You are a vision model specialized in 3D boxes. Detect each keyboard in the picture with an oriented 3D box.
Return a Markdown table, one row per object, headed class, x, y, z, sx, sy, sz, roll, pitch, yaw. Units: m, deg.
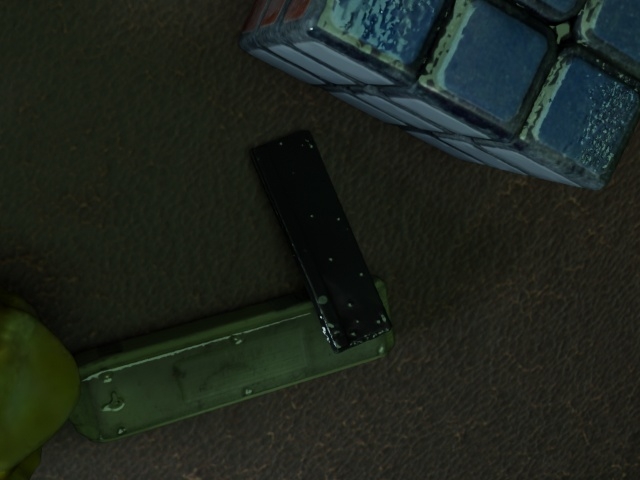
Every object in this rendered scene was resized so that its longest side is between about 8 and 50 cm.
| class | x | y | z | sx | sy | sz | roll | pitch | yaw |
| --- | --- | --- | --- | --- | --- | --- | --- | --- | --- |
| keyboard | 0.000 | 0.000 | 0.979 | 0.072 | 0.023 | 0.231 | -22 | 86 | -16 |

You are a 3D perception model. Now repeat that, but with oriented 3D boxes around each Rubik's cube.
| class | x | y | z | sx | sy | sz | roll | pitch | yaw |
| --- | --- | --- | --- | --- | --- | --- | --- | --- | --- |
| Rubik's cube | 0.137 | -0.248 | 0.862 | 0.301 | 0.304 | 0.305 | 26 | 94 | -19 |

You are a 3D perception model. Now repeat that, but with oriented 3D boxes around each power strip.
| class | x | y | z | sx | sy | sz | roll | pitch | yaw |
| --- | --- | --- | --- | --- | --- | --- | --- | --- | --- |
| power strip | -0.106 | 0.125 | 0.988 | 0.387 | 0.066 | 0.092 | -15 | 105 | -16 |

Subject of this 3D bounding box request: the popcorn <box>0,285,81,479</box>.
| class | x | y | z | sx | sy | sz | roll | pitch | yaw |
| --- | --- | --- | --- | --- | --- | --- | --- | --- | --- |
| popcorn | -0.399 | 0.121 | 0.819 | 0.334 | 0.293 | 0.292 | 45 | 53 | -38 |
